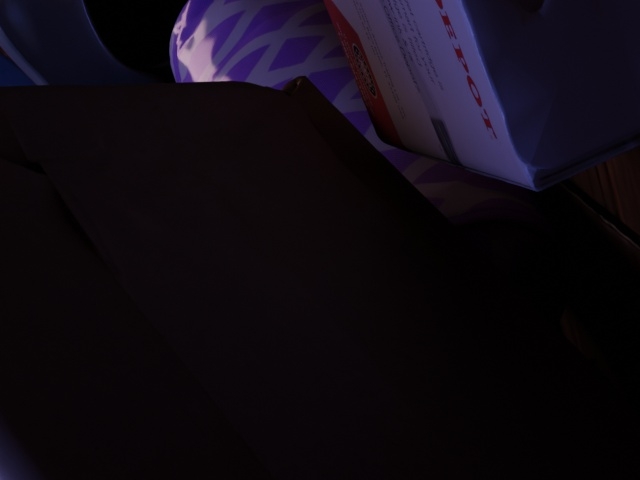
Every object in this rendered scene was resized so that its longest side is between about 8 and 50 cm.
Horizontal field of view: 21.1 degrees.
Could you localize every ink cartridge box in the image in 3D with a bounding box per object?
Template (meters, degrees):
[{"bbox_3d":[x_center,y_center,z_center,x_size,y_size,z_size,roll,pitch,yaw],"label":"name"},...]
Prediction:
[{"bbox_3d":[0.036,-0.072,0.402,0.135,0.056,0.099,-146,34,-76],"label":"ink cartridge box"}]

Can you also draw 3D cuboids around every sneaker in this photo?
[{"bbox_3d":[-0.067,-0.065,0.858,0.222,0.083,0.118,40,166,-26],"label":"sneaker"}]

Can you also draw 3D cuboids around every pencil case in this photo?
[{"bbox_3d":[0.014,-0.025,0.600,0.088,0.086,0.206,43,-169,-41],"label":"pencil case"}]

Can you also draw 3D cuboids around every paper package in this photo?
[{"bbox_3d":[-0.024,0.174,0.458,0.309,0.168,0.325,46,130,30],"label":"paper package"}]

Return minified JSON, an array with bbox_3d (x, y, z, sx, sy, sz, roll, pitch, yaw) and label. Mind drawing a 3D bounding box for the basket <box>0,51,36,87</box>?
[{"bbox_3d":[-0.160,-0.035,1.131,0.289,0.201,0.255,30,-159,-45],"label":"basket"}]
